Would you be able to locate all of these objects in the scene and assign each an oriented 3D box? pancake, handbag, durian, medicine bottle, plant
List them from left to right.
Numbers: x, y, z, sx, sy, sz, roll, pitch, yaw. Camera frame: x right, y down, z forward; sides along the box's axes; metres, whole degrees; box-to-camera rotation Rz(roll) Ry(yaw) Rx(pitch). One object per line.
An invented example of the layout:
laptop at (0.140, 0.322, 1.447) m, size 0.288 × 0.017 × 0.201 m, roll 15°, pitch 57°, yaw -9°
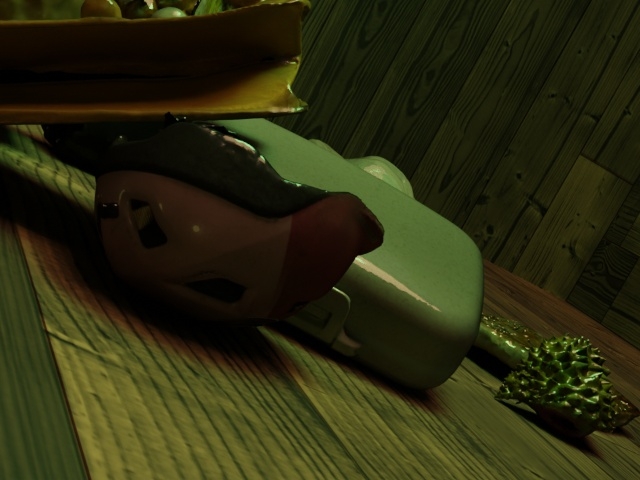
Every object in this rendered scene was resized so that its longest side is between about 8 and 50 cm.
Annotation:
handbag at (-0.215, -0.163, 1.126) m, size 0.401 × 0.133 × 0.283 m, roll -4°, pitch 2°, yaw -7°
plant at (-0.231, -0.139, 1.534) m, size 0.256 × 0.142 × 0.164 m, roll 8°, pitch 19°, yaw -42°
medicine bottle at (0.000, 0.000, 1.280) m, size 0.375 × 0.123 × 0.282 m, roll 29°, pitch 28°, yaw -5°
pancake at (0.319, 0.177, 1.775) m, size 0.356 × 0.065 × 0.356 m, roll 30°, pitch 8°, yaw -4°
durian at (0.328, 0.188, 1.472) m, size 0.186 × 0.119 × 0.108 m, roll 26°, pitch 3°, yaw -36°

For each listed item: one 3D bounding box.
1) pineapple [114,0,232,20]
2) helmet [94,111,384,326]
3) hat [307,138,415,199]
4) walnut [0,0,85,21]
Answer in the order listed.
pineapple at (-0.297, -0.315, 1.786) m, size 0.300 × 0.352 × 0.352 m, roll 23°, pitch 6°, yaw 7°
helmet at (-0.082, 0.003, 1.016) m, size 0.198 × 0.154 × 0.253 m, roll -2°, pitch -34°, yaw 47°
hat at (0.061, -0.068, 1.911) m, size 0.232 × 0.161 × 0.275 m, roll 60°, pitch -1°, yaw -37°
walnut at (-0.394, -0.289, 1.334) m, size 0.306 × 0.306 × 0.344 m, roll 34°, pitch -3°, yaw 37°
